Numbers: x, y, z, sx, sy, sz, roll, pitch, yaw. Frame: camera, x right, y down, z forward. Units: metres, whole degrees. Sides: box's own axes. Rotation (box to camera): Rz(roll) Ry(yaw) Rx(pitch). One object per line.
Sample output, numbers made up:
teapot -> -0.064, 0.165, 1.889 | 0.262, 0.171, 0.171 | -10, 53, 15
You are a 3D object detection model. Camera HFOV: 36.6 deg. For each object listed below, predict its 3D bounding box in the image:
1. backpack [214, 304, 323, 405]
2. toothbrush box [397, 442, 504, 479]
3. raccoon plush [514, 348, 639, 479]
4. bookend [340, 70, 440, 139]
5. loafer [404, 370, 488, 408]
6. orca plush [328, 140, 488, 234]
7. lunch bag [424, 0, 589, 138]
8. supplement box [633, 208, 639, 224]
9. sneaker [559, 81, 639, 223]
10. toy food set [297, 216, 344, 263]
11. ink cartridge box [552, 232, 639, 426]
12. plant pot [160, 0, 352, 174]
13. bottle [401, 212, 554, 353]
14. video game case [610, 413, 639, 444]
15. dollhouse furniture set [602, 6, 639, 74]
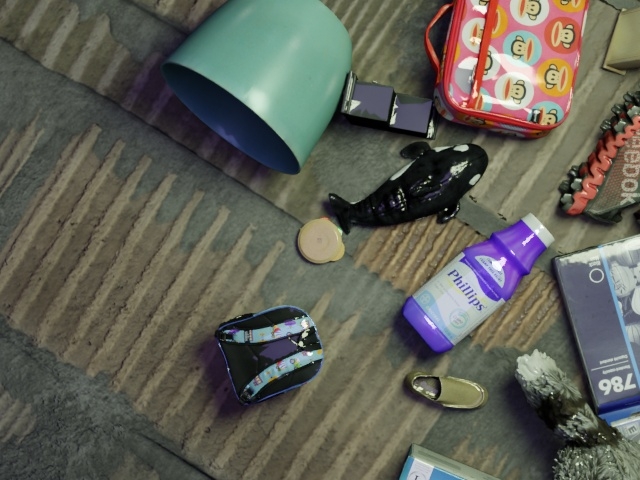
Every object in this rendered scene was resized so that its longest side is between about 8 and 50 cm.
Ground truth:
backpack -> -0.079, 0.192, 1.706 | 0.173, 0.117, 0.158 | -21, 86, 8
toothbrush box -> 0.200, 0.531, 1.654 | 0.216, 0.126, 0.296 | 20, 91, 9
raccoon plush -> 0.412, 0.440, 1.604 | 0.299, 0.216, 0.446 | -49, 54, 25
bookend -> 0.125, -0.230, 1.666 | 0.156, 0.157, 0.072 | 12, 91, 9
loafer -> 0.219, 0.265, 1.695 | 0.148, 0.050, 0.056 | 8, 90, 8
orca plush -> 0.154, -0.099, 1.686 | 0.287, 0.102, 0.151 | -9, 88, 8
lunch bag -> 0.305, -0.333, 1.639 | 0.258, 0.120, 0.293 | 12, 83, -2
supplement box -> 0.624, 0.007, 1.626 | 0.104, 0.081, 0.188 | -31, 85, 7
sneaker -> 0.517, -0.138, 1.608 | 0.135, 0.098, 0.276 | 27, 121, -2
toy food set -> 0.000, 0.000, 1.747 | 0.083, 0.020, 0.083 | -11, 87, 8
ink cartridge box -> 0.521, 0.166, 1.648 | 0.165, 0.065, 0.333 | -17, 87, 7
plant pot -> -0.086, -0.293, 1.644 | 0.293, 0.293, 0.235 | 34, 78, 8
bottle -> 0.275, 0.069, 1.669 | 0.283, 0.092, 0.118 | -41, 83, 6
video game case -> 0.608, 0.376, 1.631 | 0.183, 0.023, 0.201 | -19, 95, 10
dollhouse furniture set -> 0.632, -0.309, 1.627 | 0.242, 0.161, 0.212 | 17, 92, -14
